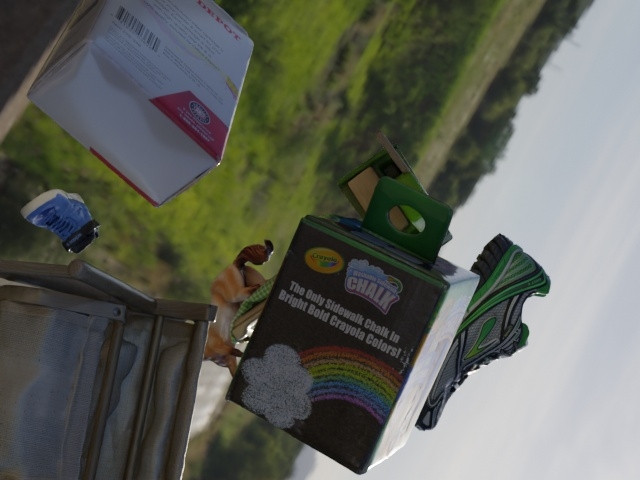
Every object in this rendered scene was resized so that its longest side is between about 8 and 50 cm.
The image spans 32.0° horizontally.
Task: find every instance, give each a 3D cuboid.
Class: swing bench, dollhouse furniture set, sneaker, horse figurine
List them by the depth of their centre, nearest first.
[{"bbox_3d":[-0.251,0.161,1.122,0.254,0.165,0.253,29,68,-60],"label":"swing bench"},{"bbox_3d":[0.000,0.000,1.453,0.301,0.151,0.197,-35,162,6],"label":"dollhouse furniture set"},{"bbox_3d":[-0.365,-0.023,1.594,0.058,0.085,0.152,-35,174,8],"label":"sneaker"},{"bbox_3d":[-0.123,0.112,1.610,0.066,0.174,0.263,12,101,-44],"label":"horse figurine"},{"bbox_3d":[0.253,0.161,1.790,0.343,0.146,0.134,-56,174,-8],"label":"sneaker"}]

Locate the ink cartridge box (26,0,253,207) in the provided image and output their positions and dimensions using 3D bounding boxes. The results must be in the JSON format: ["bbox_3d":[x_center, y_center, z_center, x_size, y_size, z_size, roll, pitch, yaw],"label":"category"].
[{"bbox_3d":[-0.223,-0.226,1.458,0.131,0.226,0.306,-36,-154,27],"label":"ink cartridge box"}]

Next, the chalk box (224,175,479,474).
[{"bbox_3d":[0.053,0.077,1.233,0.289,0.180,0.179,-65,163,8],"label":"chalk box"}]
